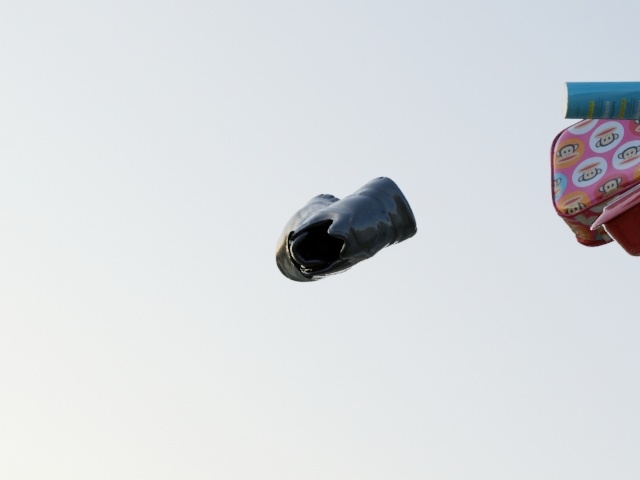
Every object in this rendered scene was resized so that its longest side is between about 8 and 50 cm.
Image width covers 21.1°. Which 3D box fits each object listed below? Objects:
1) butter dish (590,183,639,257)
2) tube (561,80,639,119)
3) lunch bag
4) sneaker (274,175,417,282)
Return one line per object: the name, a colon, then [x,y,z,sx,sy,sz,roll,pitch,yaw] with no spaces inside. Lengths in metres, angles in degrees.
butter dish: [0.466,-0.023,2.371,0.160,0.118,0.160,-32,-2,11]
tube: [0.446,-0.198,2.423,0.207,0.052,0.080,0,-37,-2]
lunch bag: [0.513,-0.141,2.767,0.293,0.258,0.120,-22,-48,25]
sneaker: [0.000,0.000,2.164,0.109,0.130,0.286,60,-31,1]
